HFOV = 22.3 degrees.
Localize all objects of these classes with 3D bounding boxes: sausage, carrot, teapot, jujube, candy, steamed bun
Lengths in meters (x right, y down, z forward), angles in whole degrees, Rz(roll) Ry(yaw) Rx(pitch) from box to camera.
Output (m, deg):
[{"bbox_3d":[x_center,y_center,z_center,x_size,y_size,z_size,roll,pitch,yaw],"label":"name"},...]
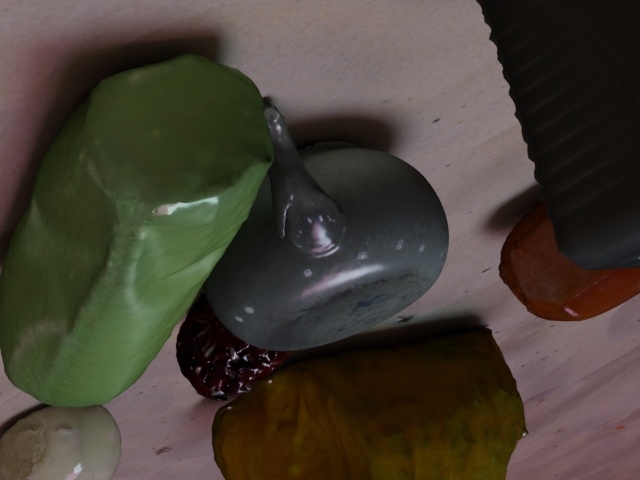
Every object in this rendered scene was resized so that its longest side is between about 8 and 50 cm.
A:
[{"bbox_3d":[0.271,-0.012,1.474,0.133,0.133,0.258,1,148,-45],"label":"sausage"},{"bbox_3d":[0.079,0.229,1.763,0.340,0.241,0.241,-5,156,-34],"label":"carrot"},{"bbox_3d":[0.000,0.000,1.243,0.193,0.129,0.294,-21,163,3],"label":"teapot"},{"bbox_3d":[-0.061,0.071,1.421,0.166,0.104,0.104,-42,152,30],"label":"jujube"},{"bbox_3d":[-0.131,0.003,1.110,0.142,0.132,0.343,5,152,-19],"label":"candy"},{"bbox_3d":[-0.256,0.219,1.623,0.130,0.091,0.112,-32,159,30],"label":"steamed bun"}]

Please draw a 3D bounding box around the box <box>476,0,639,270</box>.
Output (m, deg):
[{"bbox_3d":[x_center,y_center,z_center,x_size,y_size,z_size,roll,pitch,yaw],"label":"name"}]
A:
[{"bbox_3d":[0.207,-0.108,0.950,0.138,0.274,0.178,-1,159,-40],"label":"box"}]
